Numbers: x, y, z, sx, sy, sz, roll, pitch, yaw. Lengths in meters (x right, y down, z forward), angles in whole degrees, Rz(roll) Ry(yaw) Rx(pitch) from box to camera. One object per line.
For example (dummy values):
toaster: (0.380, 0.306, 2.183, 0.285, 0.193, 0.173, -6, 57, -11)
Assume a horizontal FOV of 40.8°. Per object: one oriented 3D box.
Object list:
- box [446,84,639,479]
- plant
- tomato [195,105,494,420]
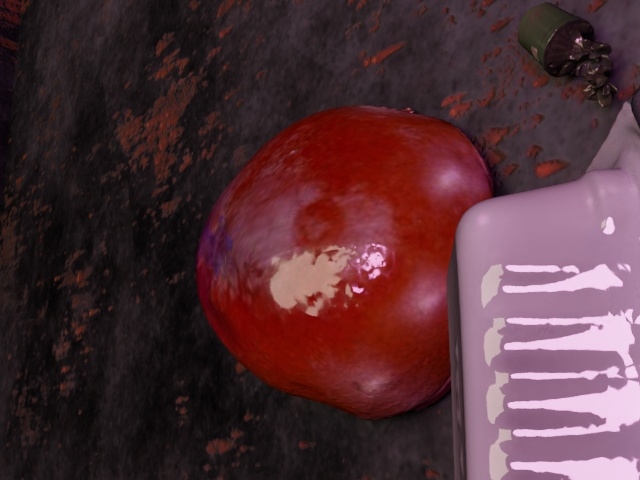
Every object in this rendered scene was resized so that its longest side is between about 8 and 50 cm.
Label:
box: (0.133, 0.109, 0.514, 0.264, 0.106, 0.337, 73, -164, -73)
plant: (0.197, -0.144, 0.664, 0.051, 0.051, 0.102, -59, 45, 26)
tomato: (-0.005, -0.003, 0.800, 0.335, 0.176, 0.290, 38, 109, 52)
